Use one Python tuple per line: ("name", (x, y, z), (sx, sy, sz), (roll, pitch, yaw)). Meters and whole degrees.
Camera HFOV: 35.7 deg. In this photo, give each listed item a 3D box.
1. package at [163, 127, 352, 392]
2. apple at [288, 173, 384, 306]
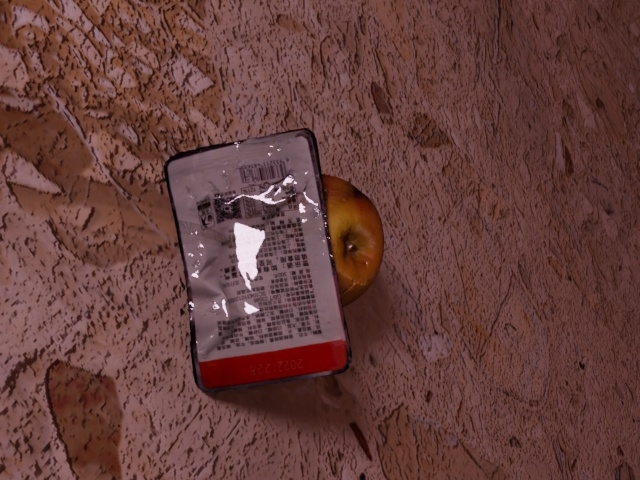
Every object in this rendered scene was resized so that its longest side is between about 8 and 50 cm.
("package", (-0.063, 0.019, 0.953), (0.030, 0.154, 0.239), (60, 21, -79))
("apple", (0.000, 0.000, 1.034), (0.146, 0.146, 0.146), (21, 61, -43))
